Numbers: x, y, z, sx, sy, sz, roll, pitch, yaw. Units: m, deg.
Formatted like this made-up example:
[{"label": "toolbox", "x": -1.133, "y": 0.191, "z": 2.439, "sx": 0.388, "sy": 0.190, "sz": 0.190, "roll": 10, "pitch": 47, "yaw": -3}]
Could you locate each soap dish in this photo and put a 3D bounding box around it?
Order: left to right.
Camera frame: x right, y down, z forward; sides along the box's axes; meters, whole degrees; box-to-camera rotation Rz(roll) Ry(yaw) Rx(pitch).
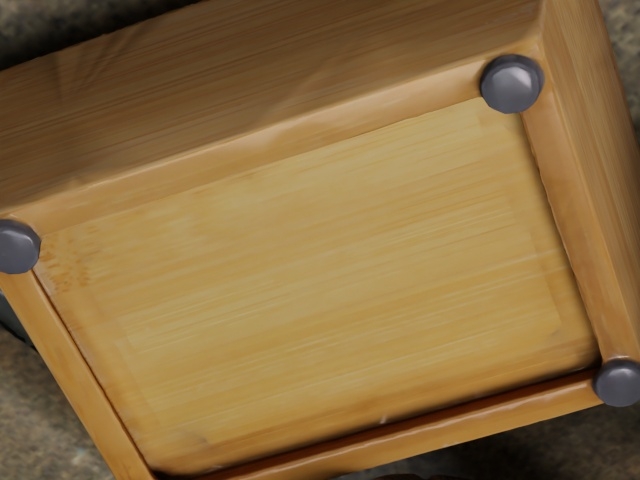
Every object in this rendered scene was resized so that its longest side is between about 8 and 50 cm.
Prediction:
[{"label": "soap dish", "x": 0.000, "y": 0.000, "z": 0.684, "sx": 0.291, "sy": 0.118, "sz": 0.229, "roll": -17, "pitch": 123, "yaw": 10}]

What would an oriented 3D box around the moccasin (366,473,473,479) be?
[{"label": "moccasin", "x": 0.118, "y": 0.225, "z": 0.767, "sx": 0.147, "sy": 0.139, "sz": 0.380, "roll": -49, "pitch": 133, "yaw": 11}]
